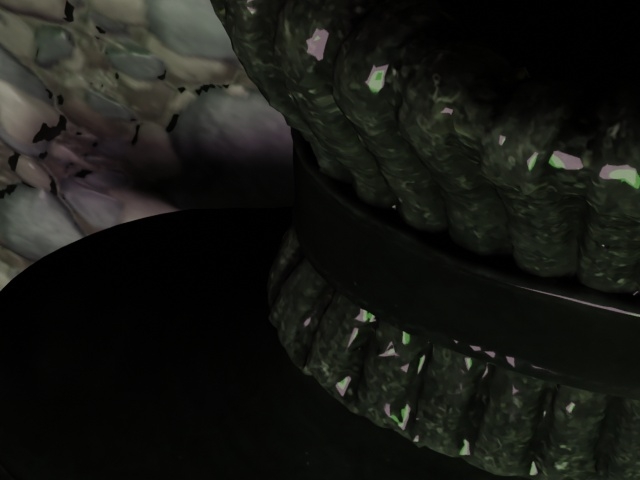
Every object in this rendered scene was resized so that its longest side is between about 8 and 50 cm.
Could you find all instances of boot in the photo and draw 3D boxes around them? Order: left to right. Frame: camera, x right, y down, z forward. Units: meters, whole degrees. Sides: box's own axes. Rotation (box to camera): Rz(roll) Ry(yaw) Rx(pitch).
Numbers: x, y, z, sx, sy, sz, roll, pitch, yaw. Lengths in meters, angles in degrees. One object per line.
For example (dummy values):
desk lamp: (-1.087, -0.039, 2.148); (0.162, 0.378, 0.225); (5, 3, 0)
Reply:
boot: (0.002, -0.004, 0.493); (0.348, 0.131, 0.260); (-1, 148, 24)
